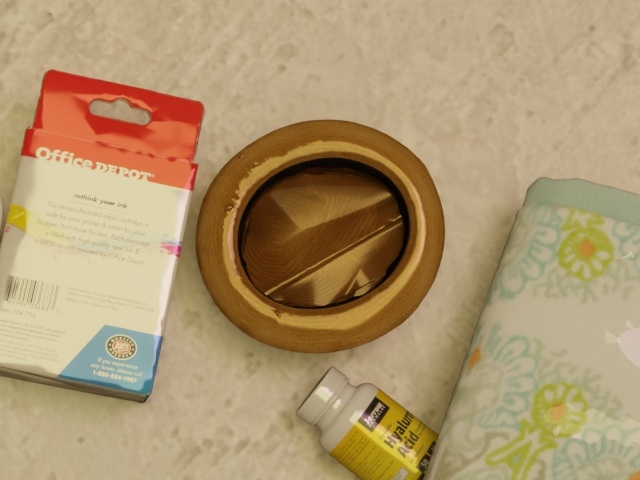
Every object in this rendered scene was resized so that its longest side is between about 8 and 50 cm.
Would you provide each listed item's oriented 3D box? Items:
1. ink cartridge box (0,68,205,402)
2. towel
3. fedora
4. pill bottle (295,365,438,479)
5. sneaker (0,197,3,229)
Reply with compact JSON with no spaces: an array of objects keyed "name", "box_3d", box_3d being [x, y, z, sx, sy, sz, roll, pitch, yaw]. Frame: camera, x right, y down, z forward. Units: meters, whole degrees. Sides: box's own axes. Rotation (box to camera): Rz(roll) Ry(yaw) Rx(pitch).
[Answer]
[{"name":"ink cartridge box","box_3d":[-0.174,-0.002,1.317,0.134,0.078,0.231,12,78,-6]},{"name":"towel","box_3d":[0.285,0.140,1.263,0.374,0.090,0.320,17,65,13]},{"name":"fedora","box_3d":[0.000,0.000,1.340,0.194,0.079,0.194,0,82,-2]},{"name":"pill bottle","box_3d":[0.040,0.151,1.324,0.116,0.065,0.065,37,77,1]},{"name":"sneaker","box_3d":[-0.376,-0.031,1.277,0.292,0.110,0.118,19,76,-1]}]
